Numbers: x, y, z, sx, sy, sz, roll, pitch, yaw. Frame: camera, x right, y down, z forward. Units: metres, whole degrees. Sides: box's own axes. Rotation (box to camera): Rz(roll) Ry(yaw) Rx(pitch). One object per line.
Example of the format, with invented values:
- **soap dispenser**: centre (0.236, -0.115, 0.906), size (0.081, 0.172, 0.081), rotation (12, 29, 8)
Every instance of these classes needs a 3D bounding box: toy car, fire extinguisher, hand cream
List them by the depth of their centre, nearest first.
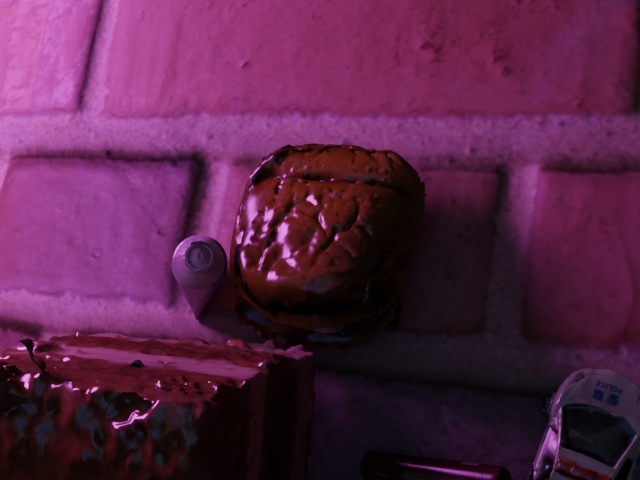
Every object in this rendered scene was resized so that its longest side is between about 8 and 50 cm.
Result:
- **toy car**: centre (0.216, 0.197, 0.602), size (0.093, 0.058, 0.186), rotation (18, 84, 24)
- **fire extinguisher**: centre (0.113, 0.213, 0.623), size (0.173, 0.035, 0.049), rotation (-7, 83, 38)
- **hand cream**: centre (-0.121, 0.031, 0.724), size (0.053, 0.142, 0.084), rotation (3, 76, -7)

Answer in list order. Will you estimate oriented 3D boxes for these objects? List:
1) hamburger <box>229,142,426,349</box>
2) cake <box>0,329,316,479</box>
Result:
- **hamburger**: centre (0.000, 0.000, 0.690), size (0.183, 0.130, 0.206), rotation (7, 77, 18)
- **cake**: centre (-0.147, 0.218, 0.590), size (0.255, 0.290, 0.282), rotation (4, 87, 19)
